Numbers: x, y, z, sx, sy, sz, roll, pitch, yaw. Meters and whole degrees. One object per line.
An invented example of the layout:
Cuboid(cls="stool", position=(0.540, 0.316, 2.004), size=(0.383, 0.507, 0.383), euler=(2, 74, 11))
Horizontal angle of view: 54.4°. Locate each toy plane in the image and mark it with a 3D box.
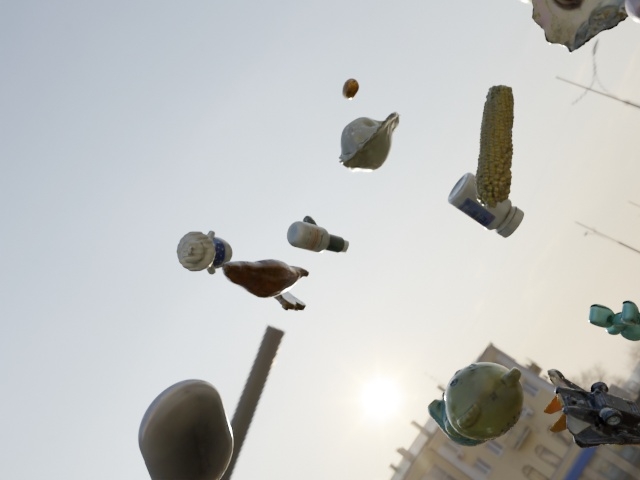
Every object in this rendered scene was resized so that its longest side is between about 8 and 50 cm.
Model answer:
Cuboid(cls="toy plane", position=(0.629, 0.371, 1.283), size=(0.204, 0.315, 0.103), euler=(-84, 8, -58))

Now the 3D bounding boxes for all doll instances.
Cuboid(cls="doll", position=(0.741, 0.200, 1.523), size=(0.159, 0.158, 0.059), euler=(-31, 40, 61))
Cuboid(cls="doll", position=(0.349, 0.365, 1.382), size=(0.177, 0.161, 0.261), euler=(-36, -21, -15))
Cuboid(cls="doll", position=(-0.346, 0.036, 1.889), size=(0.293, 0.119, 0.138), euler=(10, -97, -81))

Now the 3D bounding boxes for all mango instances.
Cuboid(cls="mango", position=(0.082, -0.426, 1.763), size=(0.089, 0.046, 0.060), euler=(152, 136, -73))

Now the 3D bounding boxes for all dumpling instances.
Cuboid(cls="dumpling", position=(0.139, -0.273, 1.643), size=(0.172, 0.142, 0.247), euler=(-45, -4, 40))

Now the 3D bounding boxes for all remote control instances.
Cuboid(cls="remote control", position=(-0.311, 0.473, 1.464), size=(0.221, 0.103, 0.332), euler=(-30, -56, -34))

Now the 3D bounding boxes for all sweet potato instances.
Cuboid(cls="sweet potato", position=(-0.150, 0.107, 1.747), size=(0.359, 0.112, 0.112), euler=(0, -62, -51))

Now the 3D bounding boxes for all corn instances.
Cuboid(cls="corn", position=(0.417, -0.219, 1.473), size=(0.086, 0.086, 0.289), euler=(-3, -81, -56))

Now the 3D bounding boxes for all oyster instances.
Cuboid(cls="oyster", position=(0.499, -0.490, 1.183), size=(0.223, 0.214, 0.083), euler=(-40, -6, 29))

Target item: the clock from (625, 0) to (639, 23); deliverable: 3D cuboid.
Cuboid(cls="clock", position=(0.650, -0.262, 0.970), size=(0.342, 0.326, 0.184), euler=(-4, -18, -41))

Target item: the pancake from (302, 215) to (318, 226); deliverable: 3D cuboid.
Cuboid(cls="pancake", position=(-0.031, -0.036, 2.129), size=(0.017, 0.108, 0.108), euler=(-26, -41, -28))

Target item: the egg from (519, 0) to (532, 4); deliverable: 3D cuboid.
Cuboid(cls="egg", position=(0.467, -0.580, 1.320), size=(0.192, 0.149, 0.149), euler=(-24, -44, -42))

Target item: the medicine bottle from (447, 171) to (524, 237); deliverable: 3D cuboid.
Cuboid(cls="medicine bottle", position=(0.441, -0.093, 1.661), size=(0.103, 0.186, 0.103), euler=(-56, 5, 8))

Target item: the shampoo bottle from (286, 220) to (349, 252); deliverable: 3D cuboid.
Cuboid(cls="shampoo bottle", position=(0.000, 0.000, 1.710), size=(0.192, 0.074, 0.074), euler=(16, -75, -35))

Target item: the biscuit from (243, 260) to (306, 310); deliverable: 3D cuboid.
Cuboid(cls="biscuit", position=(-0.187, 0.175, 2.329), size=(0.049, 0.301, 0.197), euler=(-54, -25, 3))
